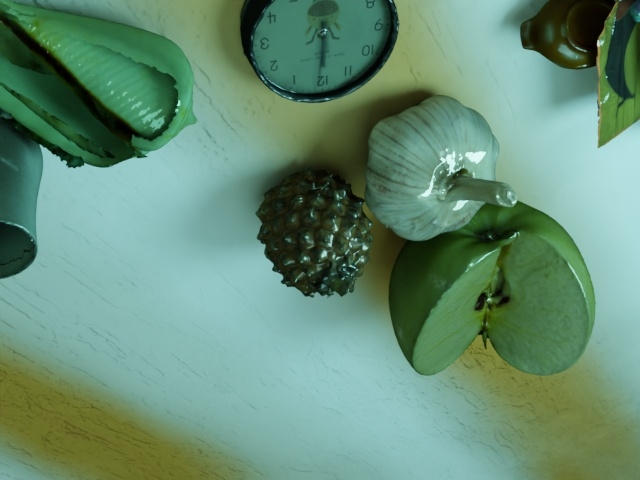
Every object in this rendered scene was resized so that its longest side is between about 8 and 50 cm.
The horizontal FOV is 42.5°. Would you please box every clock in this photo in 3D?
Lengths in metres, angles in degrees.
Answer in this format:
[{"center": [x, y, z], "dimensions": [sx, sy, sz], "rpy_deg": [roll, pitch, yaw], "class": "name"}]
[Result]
[{"center": [0.001, -0.237, 0.940], "dimensions": [0.184, 0.040, 0.184], "rpy_deg": [-10, 139, -9], "class": "clock"}]

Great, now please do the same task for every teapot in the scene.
[{"center": [0.307, -0.258, 1.008], "dimensions": [0.129, 0.078, 0.098], "rpy_deg": [-13, 100, -18], "class": "teapot"}]

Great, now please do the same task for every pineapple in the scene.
[{"center": [0.000, 0.000, 1.095], "dimensions": [0.166, 0.193, 0.166], "rpy_deg": [-16, 141, -14], "class": "pineapple"}]

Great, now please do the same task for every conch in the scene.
[{"center": [-0.251, -0.158, 0.855], "dimensions": [0.250, 0.137, 0.143], "rpy_deg": [3, 117, -29], "class": "conch"}]

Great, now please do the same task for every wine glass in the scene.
[{"center": [-0.342, -0.073, 0.855], "dimensions": [0.103, 0.231, 0.103], "rpy_deg": [-9, 140, -8], "class": "wine glass"}]

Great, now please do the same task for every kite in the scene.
[{"center": [0.458, -0.275, 1.032], "dimensions": [0.327, 0.013, 0.377], "rpy_deg": [4, 122, -43], "class": "kite"}]

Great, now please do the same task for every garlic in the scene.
[{"center": [0.176, -0.075, 1.041], "dimensions": [0.199, 0.226, 0.199], "rpy_deg": [-13, 117, -28], "class": "garlic"}]

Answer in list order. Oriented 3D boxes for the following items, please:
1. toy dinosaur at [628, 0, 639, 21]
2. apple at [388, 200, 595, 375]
[{"center": [0.532, -0.249, 1.051], "dimensions": [0.383, 0.129, 0.331], "rpy_deg": [-33, 135, -16], "class": "toy dinosaur"}, {"center": [0.247, 0.063, 1.230], "dimensions": [0.295, 0.233, 0.258], "rpy_deg": [-5, 128, -1], "class": "apple"}]
